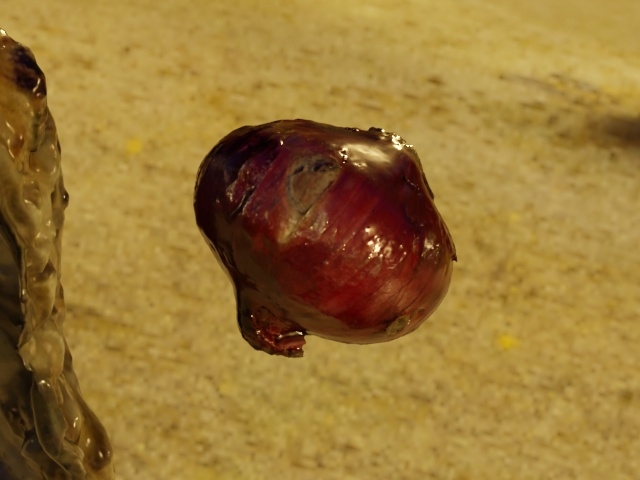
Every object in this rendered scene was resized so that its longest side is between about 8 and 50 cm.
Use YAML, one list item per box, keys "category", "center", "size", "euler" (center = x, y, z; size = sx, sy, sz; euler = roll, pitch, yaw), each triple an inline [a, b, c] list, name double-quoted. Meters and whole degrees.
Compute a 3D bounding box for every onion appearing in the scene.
- category: "onion"
  center: [0.000, 0.000, 0.621]
  size: [0.107, 0.097, 0.107]
  euler: [26, -5, 2]

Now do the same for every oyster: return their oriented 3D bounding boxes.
- category: "oyster"
  center: [-0.133, 0.009, 0.697]
  size: [0.078, 0.345, 0.129]
  euler: [-24, 50, -23]
